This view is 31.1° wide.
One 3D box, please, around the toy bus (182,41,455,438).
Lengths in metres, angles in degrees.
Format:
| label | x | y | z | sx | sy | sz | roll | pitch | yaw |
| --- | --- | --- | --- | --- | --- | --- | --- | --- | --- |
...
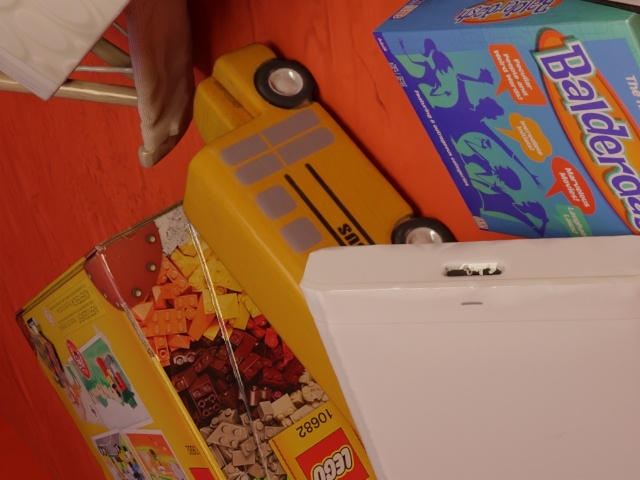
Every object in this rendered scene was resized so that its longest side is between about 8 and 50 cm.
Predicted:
| label | x | y | z | sx | sy | sz | roll | pitch | yaw |
| --- | --- | --- | --- | --- | --- | --- | --- | --- | --- |
| toy bus | 0.000 | 0.000 | 0.913 | 0.332 | 0.130 | 0.108 | 50 | 153 | 18 |

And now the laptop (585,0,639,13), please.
| label | x | y | z | sx | sy | sz | roll | pitch | yaw |
| --- | --- | --- | --- | --- | --- | --- | --- | --- | --- |
| laptop | -0.076 | -0.248 | 0.480 | 0.382 | 0.236 | 0.407 | -90 | -24 | -75 |

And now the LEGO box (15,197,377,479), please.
| label | x | y | z | sx | sy | sz | roll | pitch | yaw |
| --- | --- | --- | --- | --- | --- | --- | --- | --- | --- |
| LEGO box | -0.124 | 0.166 | 1.242 | 0.372 | 0.193 | 0.500 | 61 | 155 | -3 |

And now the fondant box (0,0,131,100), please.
| label | x | y | z | sx | sy | sz | roll | pitch | yaw |
| --- | --- | --- | --- | --- | --- | --- | --- | --- | --- |
| fondant box | -0.209 | -0.232 | 0.704 | 0.238 | 0.096 | 0.330 | 35 | 156 | -16 |

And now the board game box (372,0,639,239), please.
| label | x | y | z | sx | sy | sz | roll | pitch | yaw |
| --- | --- | --- | --- | --- | --- | --- | --- | --- | --- |
| board game box | 0.139 | -0.067 | 0.656 | 0.210 | 0.047 | 0.160 | 11 | 139 | 57 |

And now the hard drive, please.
| label | x | y | z | sx | sy | sz | roll | pitch | yaw |
| --- | --- | --- | --- | --- | --- | --- | --- | --- | --- |
| hard drive | 0.125 | 0.120 | 0.743 | 0.203 | 0.040 | 0.307 | -2 | 134 | 19 |

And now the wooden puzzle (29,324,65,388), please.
| label | x | y | z | sx | sy | sz | roll | pitch | yaw |
| --- | --- | --- | --- | --- | --- | --- | --- | --- | --- |
| wooden puzzle | -0.313 | 0.130 | 1.316 | 0.049 | 0.006 | 0.083 | 31 | 142 | 46 |

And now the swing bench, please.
| label | x | y | z | sx | sy | sz | roll | pitch | yaw |
| --- | --- | --- | --- | --- | --- | --- | --- | --- | --- |
| swing bench | -0.217 | -0.237 | 0.997 | 0.255 | 0.165 | 0.253 | 21 | 141 | 15 |
